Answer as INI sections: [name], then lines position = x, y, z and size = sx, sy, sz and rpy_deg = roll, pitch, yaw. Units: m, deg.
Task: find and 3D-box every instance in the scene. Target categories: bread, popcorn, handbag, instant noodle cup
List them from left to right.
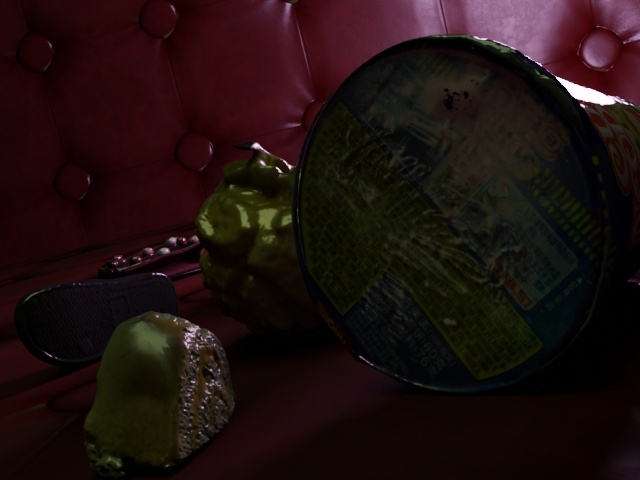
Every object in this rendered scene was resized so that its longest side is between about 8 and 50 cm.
[handbag]
position = -0.341, 0.046, 1.762
size = 0.216, 0.074, 0.203
rpy_deg = -18, 8, -28
[bread]
position = -0.133, 0.117, 0.708
size = 0.103, 0.110, 0.156
rpy_deg = -7, 9, 12
[popcorn]
position = -0.027, -0.006, 0.985
size = 0.249, 0.225, 0.249
rpy_deg = -9, 4, 1
[instant noodle cup]
position = 0.179, -0.034, 0.764
size = 0.284, 0.284, 0.312
rpy_deg = -8, 2, 40

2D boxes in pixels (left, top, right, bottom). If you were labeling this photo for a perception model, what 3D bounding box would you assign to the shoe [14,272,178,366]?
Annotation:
[shoe]
position = -0.307, 0.104, 1.156
size = 0.093, 0.108, 0.241
rpy_deg = -9, 2, 43
